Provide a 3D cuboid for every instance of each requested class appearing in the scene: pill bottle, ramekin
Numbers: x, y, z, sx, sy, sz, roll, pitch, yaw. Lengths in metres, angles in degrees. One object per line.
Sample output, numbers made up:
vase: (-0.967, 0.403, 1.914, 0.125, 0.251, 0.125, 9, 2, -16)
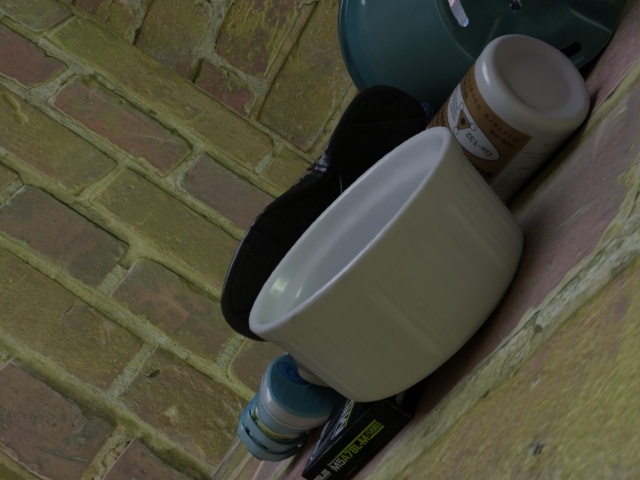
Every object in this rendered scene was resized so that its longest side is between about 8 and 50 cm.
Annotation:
pill bottle: (0.190, -0.113, 0.992, 0.131, 0.131, 0.229, -59, 2, -38)
ramekin: (0.070, 0.029, 0.868, 0.277, 0.135, 0.277, -44, 11, 10)

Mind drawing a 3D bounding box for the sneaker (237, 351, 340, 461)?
sneaker: (-0.059, 0.274, 1.314, 0.208, 0.127, 0.319, -57, -6, 11)

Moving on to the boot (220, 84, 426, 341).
boot: (0.000, 0.000, 1.160, 0.377, 0.138, 0.284, -60, -5, -21)

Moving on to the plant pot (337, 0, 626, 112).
plant pot: (0.219, -0.321, 1.172, 0.341, 0.341, 0.334, -57, 9, -3)

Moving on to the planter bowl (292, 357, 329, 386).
planter bowl: (0.019, 0.141, 1.221, 0.162, 0.162, 0.109, -64, -19, -77)

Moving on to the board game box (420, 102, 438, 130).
board game box: (0.170, -0.117, 1.265, 0.194, 0.194, 0.060, -12, 45, 60)

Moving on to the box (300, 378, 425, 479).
box: (0.065, 0.163, 0.967, 0.184, 0.045, 0.190, -51, 5, 42)

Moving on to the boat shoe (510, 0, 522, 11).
boat shoe: (0.380, -0.409, 1.499, 0.306, 0.113, 0.105, -41, 21, 28)

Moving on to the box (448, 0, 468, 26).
box: (0.341, -0.487, 1.740, 0.295, 0.073, 0.293, -58, 42, 12)
